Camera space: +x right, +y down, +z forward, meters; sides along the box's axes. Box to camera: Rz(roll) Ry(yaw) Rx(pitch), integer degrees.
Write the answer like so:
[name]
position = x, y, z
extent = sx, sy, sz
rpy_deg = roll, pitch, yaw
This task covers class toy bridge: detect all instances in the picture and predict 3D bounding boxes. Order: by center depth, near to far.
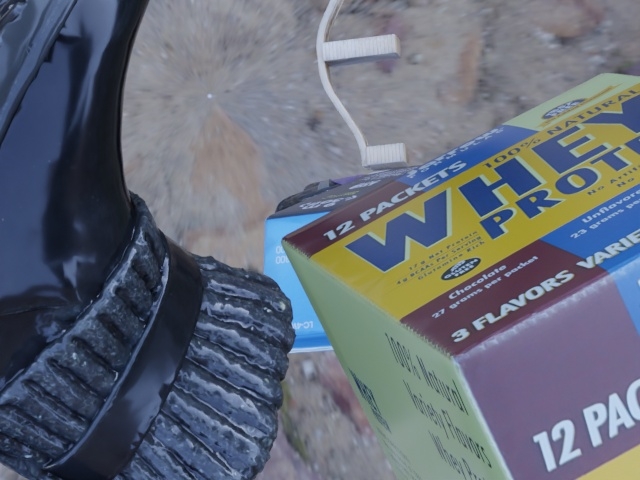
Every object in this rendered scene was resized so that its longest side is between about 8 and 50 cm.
[toy bridge]
position = 0.030, -0.147, 1.315
extent = 0.063, 0.026, 0.188
rpy_deg = -6, 83, 12

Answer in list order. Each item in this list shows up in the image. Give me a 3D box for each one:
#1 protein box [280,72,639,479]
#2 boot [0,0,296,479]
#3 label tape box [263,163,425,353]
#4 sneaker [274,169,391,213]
[protein box]
position = 0.109, 0.069, 0.536
extent = 0.136, 0.200, 0.201
rpy_deg = -28, 104, -8
[boot]
position = -0.111, -0.015, 0.966
extent = 0.260, 0.131, 0.348
rpy_deg = 22, 97, -30
[label tape box]
position = 0.095, 0.003, 1.470
extent = 0.249, 0.348, 0.115
rpy_deg = -7, 97, 27
[sneaker]
position = 0.000, 0.000, 1.846
extent = 0.124, 0.283, 0.107
rpy_deg = 0, 105, 17
